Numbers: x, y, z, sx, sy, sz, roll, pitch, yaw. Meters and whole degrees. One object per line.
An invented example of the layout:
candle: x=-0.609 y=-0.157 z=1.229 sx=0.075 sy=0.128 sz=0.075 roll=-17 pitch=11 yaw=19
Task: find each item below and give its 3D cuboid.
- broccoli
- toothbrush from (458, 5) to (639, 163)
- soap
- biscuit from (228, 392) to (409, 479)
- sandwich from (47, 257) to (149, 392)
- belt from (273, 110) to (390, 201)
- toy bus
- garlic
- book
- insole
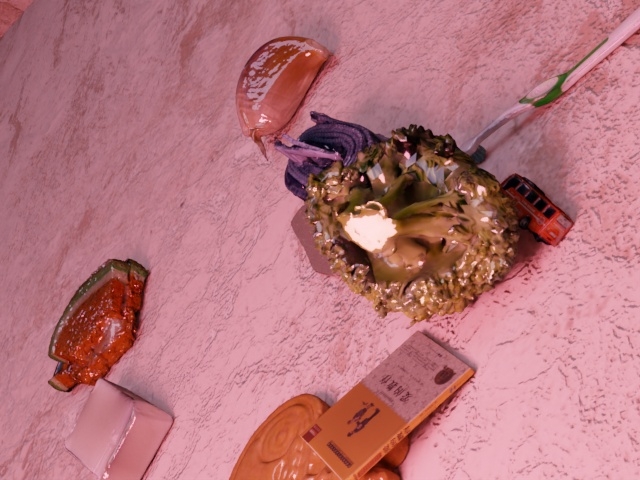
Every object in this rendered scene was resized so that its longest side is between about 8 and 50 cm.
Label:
broccoli: x=0.089 y=-0.021 z=1.254 sx=0.198 sy=0.226 sz=0.176 roll=-62 pitch=0 yaw=12
toothbrush: x=0.253 y=-0.169 z=1.317 sx=0.304 sy=0.030 sz=0.030 roll=-41 pitch=33 yaw=28
soap: x=-0.290 y=0.271 z=1.698 sx=0.183 sy=0.064 sz=0.121 roll=13 pitch=74 yaw=61
biscuit: x=-0.016 y=0.258 z=1.310 sx=0.289 sy=0.044 sz=0.202 roll=-19 pitch=47 yaw=52
sandwich: x=-0.367 y=0.144 z=1.926 sx=0.235 sy=0.079 sz=0.159 roll=-49 pitch=30 yaw=16
belt: x=0.025 y=-0.087 z=1.488 sx=0.122 sy=0.128 sz=0.218 roll=-60 pitch=27 yaw=-2
toy bus: x=0.217 y=-0.033 z=1.238 sx=0.043 sy=0.031 sz=0.110 roll=-50 pitch=31 yaw=9
garlic: x=-0.071 y=-0.219 z=1.820 sx=0.128 sy=0.090 sz=0.198 roll=21 pitch=76 yaw=49
book: x=0.067 y=0.169 z=1.239 sx=0.172 sy=0.012 sz=0.118 roll=-41 pitch=27 yaw=-8
insole: x=0.000 y=0.000 z=1.566 sx=0.063 sy=0.010 sz=0.192 roll=-52 pitch=28 yaw=8
